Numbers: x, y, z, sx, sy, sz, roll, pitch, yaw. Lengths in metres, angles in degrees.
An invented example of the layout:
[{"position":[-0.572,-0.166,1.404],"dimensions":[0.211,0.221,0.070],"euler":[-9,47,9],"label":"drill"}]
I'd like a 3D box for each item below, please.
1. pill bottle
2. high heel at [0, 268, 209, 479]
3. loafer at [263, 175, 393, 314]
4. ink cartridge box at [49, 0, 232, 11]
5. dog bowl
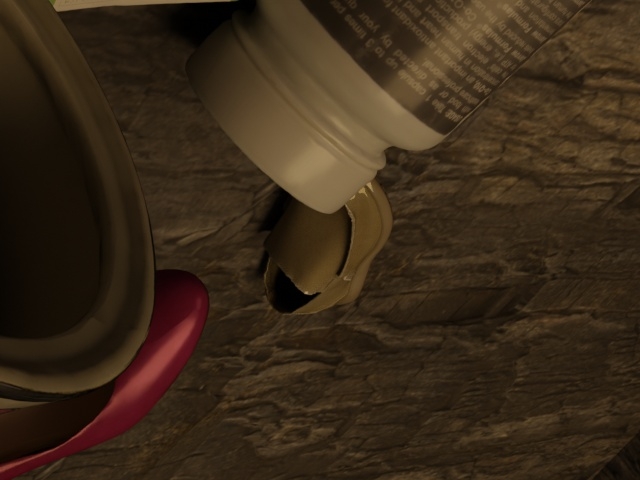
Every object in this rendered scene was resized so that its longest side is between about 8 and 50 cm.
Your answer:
[{"position":[0.079,-0.201,1.528],"dimensions":[0.361,0.204,0.204],"euler":[-43,154,12],"label":"pill bottle"},{"position":[-0.270,0.146,1.750],"dimensions":[0.377,0.127,0.181],"euler":[-39,166,13],"label":"high heel"},{"position":[0.000,0.000,1.890],"dimensions":[0.092,0.102,0.268],"euler":[-33,156,-22],"label":"loafer"},{"position":[-0.123,-0.239,1.379],"dimensions":[0.235,0.056,0.171],"euler":[-9,143,-41],"label":"ink cartridge box"},{"position":[-0.278,-0.060,1.115],"dimensions":[0.150,0.408,0.408],"euler":[-31,158,21],"label":"dog bowl"}]
